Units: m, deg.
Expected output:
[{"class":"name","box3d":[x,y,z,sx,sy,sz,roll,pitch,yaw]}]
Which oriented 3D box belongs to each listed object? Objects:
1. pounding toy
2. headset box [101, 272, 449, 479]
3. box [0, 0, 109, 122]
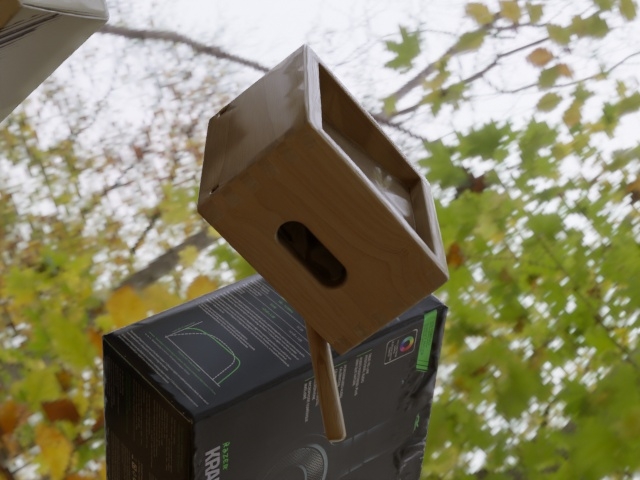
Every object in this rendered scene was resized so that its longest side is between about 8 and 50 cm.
[{"class":"pounding toy","box3d":[0.000,0.000,0.697,0.100,0.130,0.141,-36,-67,17]},{"class":"headset box","box3d":[-0.034,0.159,1.162,0.131,0.283,0.246,37,-45,38]},{"class":"box","box3d":[-0.306,-0.172,1.184,0.275,0.094,0.113,-35,-114,39]}]
